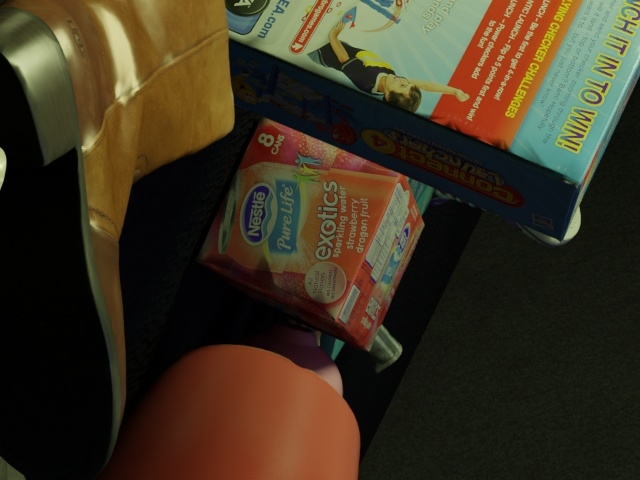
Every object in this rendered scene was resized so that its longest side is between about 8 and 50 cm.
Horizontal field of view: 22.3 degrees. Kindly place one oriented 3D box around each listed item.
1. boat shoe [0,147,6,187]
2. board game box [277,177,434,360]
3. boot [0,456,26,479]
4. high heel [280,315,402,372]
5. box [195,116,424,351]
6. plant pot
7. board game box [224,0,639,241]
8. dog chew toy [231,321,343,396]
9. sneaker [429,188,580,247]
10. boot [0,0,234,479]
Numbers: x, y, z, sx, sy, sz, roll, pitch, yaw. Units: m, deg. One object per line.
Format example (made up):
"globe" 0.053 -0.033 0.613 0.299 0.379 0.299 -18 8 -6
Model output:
"boat shoe" -0.236 0.032 0.711 0.079 0.084 0.233 42 75 -39
"board game box" 0.062 -0.050 1.921 0.336 0.079 0.253 -56 165 -43
"boot" -0.262 0.208 0.881 0.222 0.118 0.338 93 15 -45
"high heel" -0.064 0.125 1.779 0.261 0.186 0.093 -37 -158 7
"box" 0.000 0.000 1.550 0.300 0.142 0.154 47 67 -79
"plant pot" -0.087 0.240 1.391 0.275 0.275 0.243 102 7 -47
"board game box" 0.101 -0.194 1.202 0.308 0.302 0.086 -61 168 -25
"dog chew toy" -0.067 0.246 1.632 0.206 0.207 0.331 -5 111 -78
"sneaker" 0.211 -0.073 2.096 0.102 0.282 0.161 -24 155 -35
"boot" -0.121 -0.030 0.933 0.280 0.096 0.264 -51 130 -63
